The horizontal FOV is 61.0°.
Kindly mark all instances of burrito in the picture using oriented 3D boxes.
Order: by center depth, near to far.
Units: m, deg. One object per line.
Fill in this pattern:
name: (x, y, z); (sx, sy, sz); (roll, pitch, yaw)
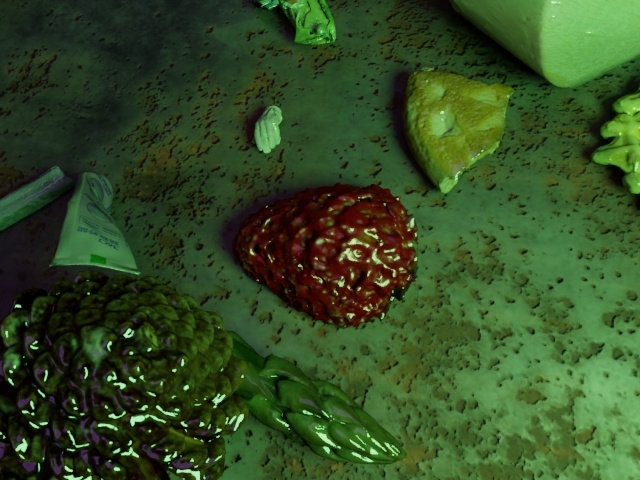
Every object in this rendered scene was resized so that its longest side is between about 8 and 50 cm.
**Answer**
burrito: (-0.065, -0.401, 0.853); (0.104, 0.054, 0.287); (-25, 68, -4)

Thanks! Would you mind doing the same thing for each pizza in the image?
pizza: (0.187, -0.166, 0.733); (0.161, 0.062, 0.182); (-27, 63, 2)

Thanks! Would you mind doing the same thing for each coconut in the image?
coconut: (0.333, -0.358, 0.671); (0.298, 0.297, 0.309); (-34, 62, -8)

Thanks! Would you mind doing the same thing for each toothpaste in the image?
toothpaste: (-0.263, -0.028, 0.638); (0.048, 0.075, 0.301); (-50, 30, 3)

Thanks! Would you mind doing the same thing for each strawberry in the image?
strawberry: (0.000, 0.000, 0.654); (0.237, 0.111, 0.190); (6, 71, 9)

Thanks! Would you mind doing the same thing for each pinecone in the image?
pinecone: (-0.215, 0.169, 0.537); (0.246, 0.292, 0.246); (24, 44, -26)

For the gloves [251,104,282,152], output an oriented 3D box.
gloves: (-0.076, -0.162, 0.771); (0.044, 0.037, 0.080); (-14, 68, 39)

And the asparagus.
asparagus: (-0.038, 0.176, 0.607); (0.287, 0.080, 0.080); (24, 72, 14)

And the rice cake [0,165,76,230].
rice cake: (-0.441, -0.038, 0.756); (0.208, 0.033, 0.033); (-33, 67, -8)

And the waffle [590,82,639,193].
waffle: (0.492, -0.120, 0.683); (0.261, 0.056, 0.250); (-43, 70, -9)
